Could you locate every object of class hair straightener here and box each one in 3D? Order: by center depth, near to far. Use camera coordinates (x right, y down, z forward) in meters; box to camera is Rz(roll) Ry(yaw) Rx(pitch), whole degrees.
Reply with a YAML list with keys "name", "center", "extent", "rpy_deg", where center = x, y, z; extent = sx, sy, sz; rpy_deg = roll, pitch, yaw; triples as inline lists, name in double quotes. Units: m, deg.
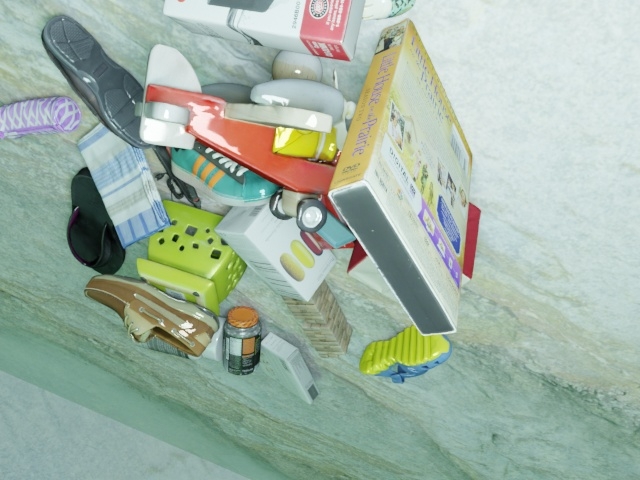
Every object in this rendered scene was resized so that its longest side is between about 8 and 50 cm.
- name: "hair straightener"
  center: [-0.345, -0.151, 1.375]
  extent: [0.089, 0.047, 0.230]
  rpy_deg: [7, 144, 22]

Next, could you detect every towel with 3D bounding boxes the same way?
- name: "towel"
  center: [-0.461, -0.136, 1.333]
  extent: [0.209, 0.034, 0.284]
  rpy_deg: [-19, 94, 39]

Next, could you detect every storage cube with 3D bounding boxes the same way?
- name: "storage cube"
  center: [0.194, 0.004, 1.192]
  extent: [0.184, 0.193, 0.215]
  rpy_deg: [32, 138, -13]

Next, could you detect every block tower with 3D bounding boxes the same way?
- name: "block tower"
  center: [-0.010, 0.192, 1.576]
  extent: [0.091, 0.097, 0.335]
  rpy_deg: [-3, 137, 26]

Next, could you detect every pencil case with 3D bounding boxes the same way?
- name: "pencil case"
  center: [-0.650, -0.278, 1.318]
  extent: [0.206, 0.088, 0.086]
  rpy_deg: [-2, 137, 25]

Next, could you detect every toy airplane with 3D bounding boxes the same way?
- name: "toy airplane"
  center: [-0.106, -0.213, 0.953]
  extent: [0.386, 0.272, 0.384]
  rpy_deg: [29, 179, 16]

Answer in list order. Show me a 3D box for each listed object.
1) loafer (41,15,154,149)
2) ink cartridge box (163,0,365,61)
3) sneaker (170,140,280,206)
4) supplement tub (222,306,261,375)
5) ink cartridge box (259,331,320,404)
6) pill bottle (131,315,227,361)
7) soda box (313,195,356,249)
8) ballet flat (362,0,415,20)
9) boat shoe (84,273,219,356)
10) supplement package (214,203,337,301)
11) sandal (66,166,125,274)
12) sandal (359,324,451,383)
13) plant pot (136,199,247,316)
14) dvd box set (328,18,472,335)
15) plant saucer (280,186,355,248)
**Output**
- name: "loafer"
  center: [-0.453, -0.318, 1.194]
  extent: [0.095, 0.109, 0.302]
  rpy_deg: [1, 134, 51]
- name: "ink cartridge box"
  center: [-0.071, -0.392, 0.841]
  extent: [0.273, 0.114, 0.196]
  rpy_deg: [13, 97, 10]
- name: "sneaker"
  center: [-0.209, -0.164, 1.193]
  extent: [0.302, 0.108, 0.120]
  rpy_deg: [23, 130, 31]
- name: "supplement tub"
  center: [-0.238, 0.303, 1.749]
  extent: [0.117, 0.117, 0.190]
  rpy_deg: [12, 116, 11]
- name: "ink cartridge box"
  center: [-0.137, 0.400, 1.896]
  extent: [0.239, 0.060, 0.275]
  rpy_deg: [24, 149, 38]
- name: "pill bottle"
  center: [-0.431, 0.284, 1.808]
  extent: [0.284, 0.161, 0.161]
  rpy_deg: [11, 140, 12]
- name: "soda box"
  center: [0.002, -0.097, 1.245]
  extent: [0.092, 0.083, 0.263]
  rpy_deg: [-4, 135, 29]
- name: "ballet flat"
  center: [0.054, -0.377, 0.917]
  extent: [0.189, 0.070, 0.070]
  rpy_deg: [8, 139, 15]
- name: "boat shoe"
  center: [-0.406, 0.181, 1.362]
  extent: [0.324, 0.119, 0.122]
  rpy_deg: [20, 149, -2]
- name: "supplement package"
  center: [-0.099, 0.011, 1.345]
  extent: [0.134, 0.139, 0.244]
  rpy_deg: [7, 144, 50]
- name: "sandal"
  center: [-0.638, -0.023, 1.589]
  extent: [0.168, 0.107, 0.445]
  rpy_deg: [22, 141, -1]
- name: "sandal"
  center: [0.253, 0.326, 1.602]
  extent: [0.138, 0.126, 0.317]
  rpy_deg: [33, 148, -20]
- name: "plant pot"
  center: [-0.323, 0.062, 1.448]
  extent: [0.227, 0.207, 0.228]
  rpy_deg: [17, 149, 5]
- name: "dvd box set"
  center: [0.150, -0.111, 0.900]
  extent: [0.062, 0.420, 0.307]
  rpy_deg: [-13, 131, 30]
- name: "plant saucer"
  center: [-0.010, -0.055, 1.218]
  extent: [0.192, 0.018, 0.067]
  rpy_deg: [42, 137, -22]
